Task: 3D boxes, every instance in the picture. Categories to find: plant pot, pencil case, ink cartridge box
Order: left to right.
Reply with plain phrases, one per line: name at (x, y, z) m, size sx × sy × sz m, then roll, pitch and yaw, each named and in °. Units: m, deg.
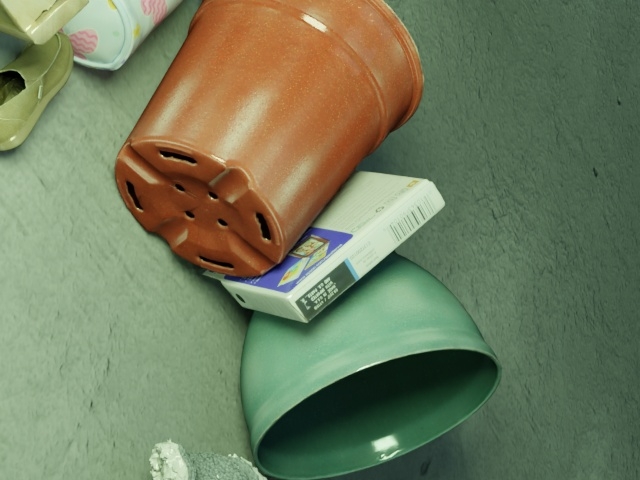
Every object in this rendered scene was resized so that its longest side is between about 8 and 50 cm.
pencil case at (-0.185, -0.291, 1.847) m, size 0.124 × 0.113 × 0.273 m, roll 63°, pitch 38°, yaw -28°
plant pot at (-0.069, -0.122, 1.894) m, size 0.265 × 0.272 × 0.272 m, roll -57°, pitch 132°, yaw -33°
ink cartridge box at (0.000, 0.000, 1.920) m, size 0.206 × 0.208 × 0.045 m, roll -40°, pitch 114°, yaw -19°
plant pot at (0.033, 0.115, 2.014) m, size 0.293 × 0.293 × 0.196 m, roll 24°, pitch 39°, yaw -54°

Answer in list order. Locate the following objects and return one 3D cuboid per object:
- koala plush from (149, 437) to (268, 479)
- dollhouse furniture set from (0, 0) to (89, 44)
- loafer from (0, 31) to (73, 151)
koala plush at (-0.110, 0.316, 1.827) m, size 0.196 × 0.203 × 0.221 m, roll 25°, pitch 53°, yaw -54°
dollhouse furniture set at (-0.220, -0.408, 1.605) m, size 0.394 × 0.362 × 0.256 m, roll -46°, pitch 127°, yaw -16°
loafer at (-0.284, -0.153, 1.723) m, size 0.050 × 0.056 × 0.148 m, roll 59°, pitch 40°, yaw -44°
